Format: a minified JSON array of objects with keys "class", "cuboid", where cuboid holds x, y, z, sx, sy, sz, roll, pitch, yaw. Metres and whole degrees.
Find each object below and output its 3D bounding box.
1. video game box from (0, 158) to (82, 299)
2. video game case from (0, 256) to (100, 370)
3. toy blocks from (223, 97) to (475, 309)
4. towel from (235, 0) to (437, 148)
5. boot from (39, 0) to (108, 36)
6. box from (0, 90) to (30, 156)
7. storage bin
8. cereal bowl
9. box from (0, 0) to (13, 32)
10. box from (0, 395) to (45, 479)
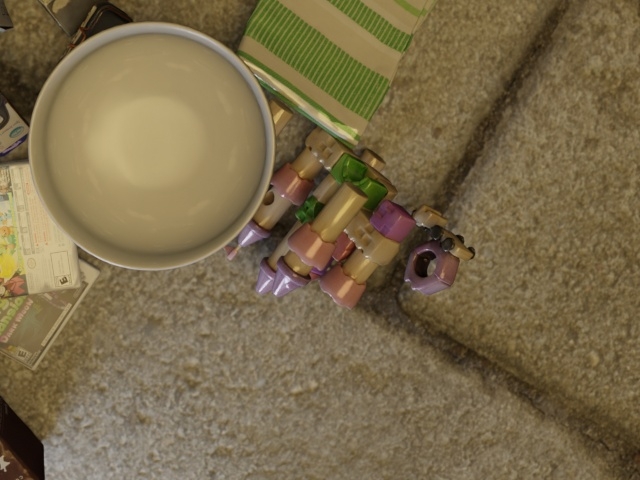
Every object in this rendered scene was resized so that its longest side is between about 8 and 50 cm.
[{"class":"video game box","cuboid":[-0.462,-0.016,1.846,0.187,0.048,0.205,-9,104,-14]},{"class":"video game case","cuboid":[-0.462,0.080,1.904,0.173,0.022,0.190,34,94,-18]},{"class":"toy blocks","cuboid":[0.000,0.000,1.861,0.309,0.288,0.260,23,111,-46]},{"class":"towel","cuboid":[0.032,-0.335,1.863,0.248,0.038,0.325,33,74,-18]},{"class":"boot","cuboid":[-0.343,-0.428,1.793,0.208,0.076,0.190,-34,107,3]},{"class":"box","cuboid":[-0.488,-0.179,1.815,0.081,0.028,0.136,-36,125,-1]},{"class":"storage bin","cuboid":[-0.308,-0.267,1.800,0.135,0.091,0.098,-57,149,3]},{"class":"cereal bowl","cuboid":[-0.228,-0.134,1.726,0.339,0.141,0.339,0,99,-1]},{"class":"box","cuboid":[-0.590,-0.351,1.689,0.262,0.127,0.231,-20,99,0]},{"class":"box","cuboid":[-0.542,0.318,1.865,0.168,0.167,0.203,-37,109,-3]}]
